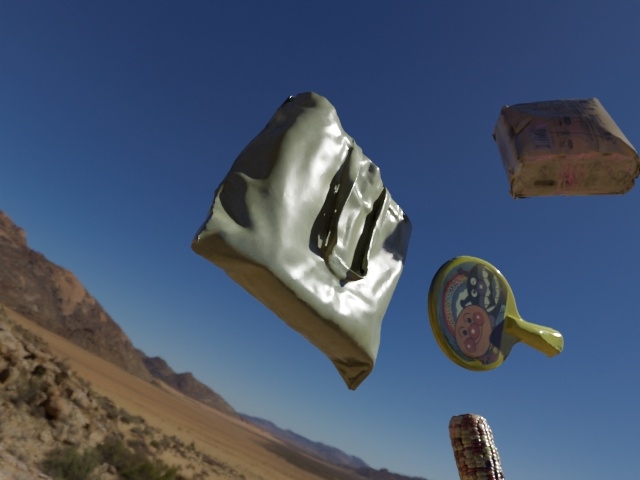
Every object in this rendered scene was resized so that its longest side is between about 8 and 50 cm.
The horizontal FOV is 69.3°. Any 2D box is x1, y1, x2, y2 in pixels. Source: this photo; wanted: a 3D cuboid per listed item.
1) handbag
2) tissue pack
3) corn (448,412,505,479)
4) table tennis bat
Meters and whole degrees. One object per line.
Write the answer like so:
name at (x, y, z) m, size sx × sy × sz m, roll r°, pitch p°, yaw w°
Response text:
handbag at (0.003, -0.001, 0.561) m, size 0.109 × 0.253 × 0.316 m, roll -4°, pitch -40°, yaw 40°
tissue pack at (0.468, -0.194, 0.916) m, size 0.214 × 0.257 × 0.123 m, roll 0°, pitch -49°, yaw 12°
corn at (0.304, 0.451, 0.867) m, size 0.086 × 0.253 × 0.086 m, roll -2°, pitch -44°, yaw -2°
table tennis bat at (0.363, 0.167, 0.943) m, size 0.368 × 0.224 × 0.054 m, roll 24°, pitch -21°, yaw -22°
